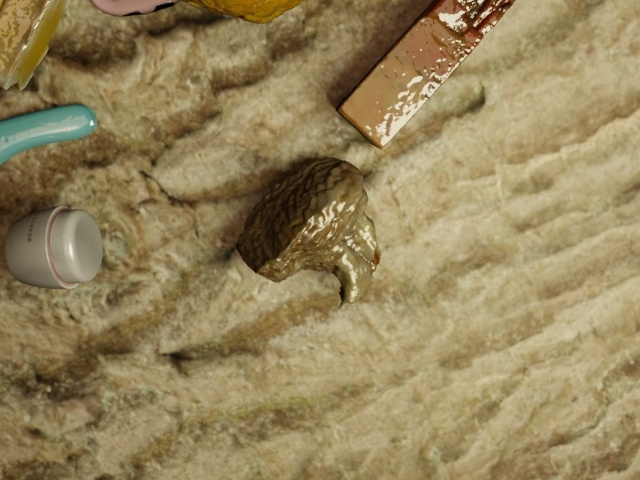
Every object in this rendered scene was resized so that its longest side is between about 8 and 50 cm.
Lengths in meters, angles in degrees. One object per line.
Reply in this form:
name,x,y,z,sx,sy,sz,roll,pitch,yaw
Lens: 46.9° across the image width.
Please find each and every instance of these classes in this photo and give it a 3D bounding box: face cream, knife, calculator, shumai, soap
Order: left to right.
soap,-0.492,-0.341,0.986,0.274,0.089,0.173,30,96,-6
knife,-0.427,-0.145,1.050,0.221,0.031,0.064,-17,96,-1
face cream,-0.372,0.011,1.035,0.104,0.117,0.117,-5,100,9
calculator,-0.243,-0.367,1.015,0.165,0.024,0.103,-17,99,3
shumai,0.000,0.000,1.034,0.206,0.166,0.175,-37,121,7

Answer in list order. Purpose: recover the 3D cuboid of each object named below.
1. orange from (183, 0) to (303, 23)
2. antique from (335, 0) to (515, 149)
orange,-0.092,-0.444,0.865,0.322,0.322,0.357,8,111,-2
antique,0.154,-0.267,1.004,0.087,0.093,0.310,42,96,-7
